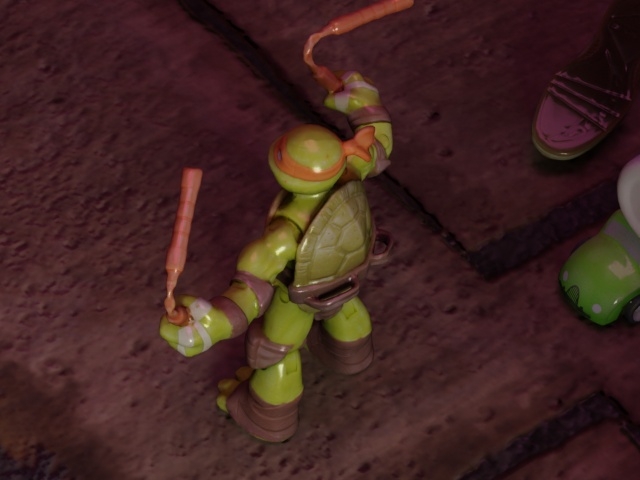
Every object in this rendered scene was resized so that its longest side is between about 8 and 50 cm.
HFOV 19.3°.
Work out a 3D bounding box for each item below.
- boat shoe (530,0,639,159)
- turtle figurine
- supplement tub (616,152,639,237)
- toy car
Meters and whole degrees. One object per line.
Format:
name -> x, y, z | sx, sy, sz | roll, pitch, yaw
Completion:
boat shoe -> 0.186, -0.104, 1.278 | 0.056, 0.048, 0.153 | 28, 59, 7
turtle figurine -> 0.000, 0.000, 1.054 | 0.087, 0.217, 0.269 | 20, 50, 16
supplement tub -> 0.236, -0.043, 1.126 | 0.071, 0.071, 0.107 | 37, 57, 28
toy car -> 0.253, -0.014, 1.183 | 0.225, 0.053, 0.239 | -23, 52, -21
